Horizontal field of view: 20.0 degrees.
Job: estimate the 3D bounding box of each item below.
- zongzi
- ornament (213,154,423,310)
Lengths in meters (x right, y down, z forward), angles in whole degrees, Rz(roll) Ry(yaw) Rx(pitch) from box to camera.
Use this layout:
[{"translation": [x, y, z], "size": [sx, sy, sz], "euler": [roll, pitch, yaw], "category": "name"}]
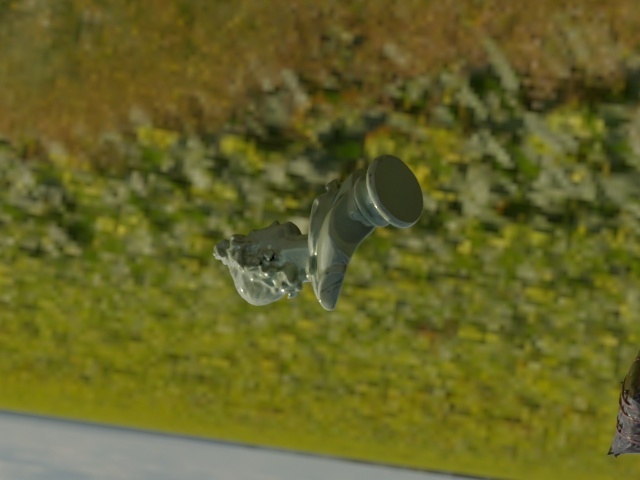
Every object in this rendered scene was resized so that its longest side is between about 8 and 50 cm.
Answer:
[{"translation": [0.199, 0.109, 1.107], "size": [0.073, 0.067, 0.083], "euler": [-26, 115, 29], "category": "zongzi"}, {"translation": [0.002, -0.001, 0.734], "size": [0.041, 0.092, 0.068], "euler": [45, -165, -21], "category": "ornament"}]
